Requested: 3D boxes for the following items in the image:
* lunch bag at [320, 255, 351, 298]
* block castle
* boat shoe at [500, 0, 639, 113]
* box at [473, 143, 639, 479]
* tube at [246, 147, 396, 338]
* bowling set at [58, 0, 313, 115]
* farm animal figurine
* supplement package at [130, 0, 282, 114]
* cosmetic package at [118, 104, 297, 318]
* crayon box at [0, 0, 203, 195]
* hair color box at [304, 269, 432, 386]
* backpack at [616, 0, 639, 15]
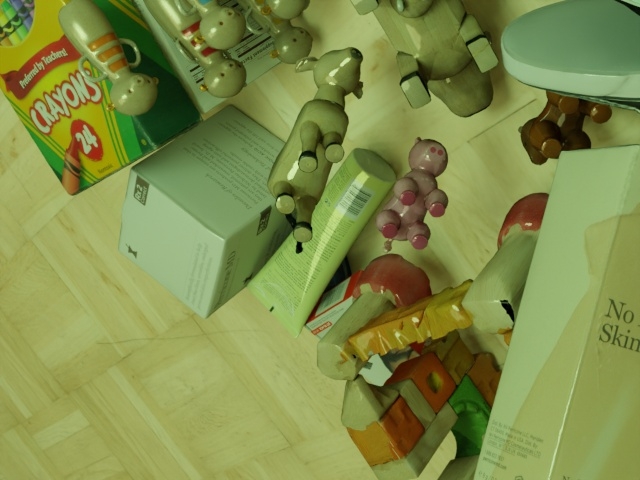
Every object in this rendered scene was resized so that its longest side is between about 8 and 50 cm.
[{"bbox_3d":[-0.004,0.027,1.403,0.067,0.065,0.098,-1,124,20],"label":"lunch bag"},{"bbox_3d":[0.235,0.194,1.209,0.303,0.213,0.453,-24,105,44],"label":"block castle"},{"bbox_3d":[0.302,-0.132,0.922,0.306,0.113,0.105,-1,137,7],"label":"boat shoe"},{"bbox_3d":[0.253,0.086,0.963,0.148,0.311,0.121,15,177,-18],"label":"box"},{"bbox_3d":[0.000,0.000,1.320,0.062,0.070,0.240,21,119,-25],"label":"tube"},{"bbox_3d":[-0.093,-0.236,1.102,0.154,0.287,0.200,56,143,-1],"label":"bowling set"},{"bbox_3d":[0.090,-0.167,1.060,0.330,0.172,0.326,-11,118,5],"label":"farm animal figurine"},{"bbox_3d":[-0.188,-0.245,1.294,0.194,0.149,0.203,-11,112,47],"label":"supplement package"},{"bbox_3d":[-0.125,-0.037,1.372,0.151,0.184,0.151,36,139,16],"label":"cosmetic package"},{"bbox_3d":[-0.286,-0.221,1.224,0.202,0.081,0.318,-21,103,50],"label":"crayon box"},{"bbox_3d":[0.074,0.121,1.369,0.167,0.053,0.093,40,132,-17],"label":"hair color box"},{"bbox_3d":[0.299,-0.225,0.765,0.225,0.254,0.191,31,130,36],"label":"backpack"}]
